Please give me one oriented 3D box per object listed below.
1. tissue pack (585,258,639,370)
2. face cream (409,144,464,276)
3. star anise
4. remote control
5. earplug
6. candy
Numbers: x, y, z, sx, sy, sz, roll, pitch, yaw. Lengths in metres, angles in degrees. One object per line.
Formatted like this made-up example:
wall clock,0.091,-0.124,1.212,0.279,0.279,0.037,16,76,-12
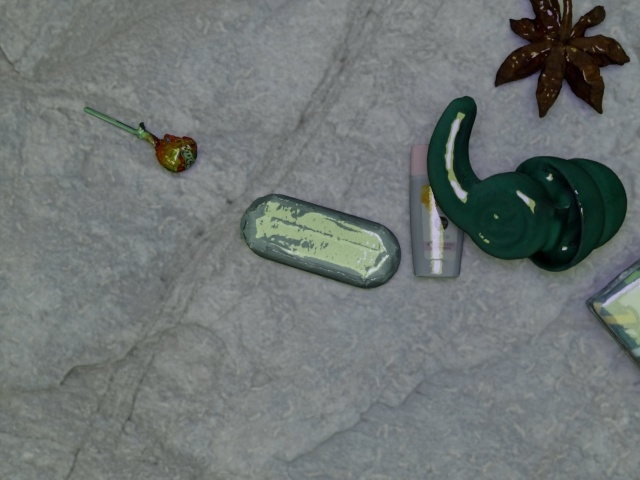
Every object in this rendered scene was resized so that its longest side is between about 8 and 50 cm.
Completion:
tissue pack,0.564,0.136,1.584,0.228,0.128,0.311,-39,85,3
face cream,0.175,-0.044,1.657,0.084,0.057,0.198,0,88,-1
star anise,0.352,-0.278,1.637,0.212,0.111,0.196,42,98,-2
remote control,0.000,0.000,1.672,0.247,0.052,0.104,16,87,7
earplug,0.304,-0.072,1.602,0.280,0.164,0.257,-5,51,-24
candy,-0.279,-0.162,1.707,0.201,0.060,0.060,27,89,13
